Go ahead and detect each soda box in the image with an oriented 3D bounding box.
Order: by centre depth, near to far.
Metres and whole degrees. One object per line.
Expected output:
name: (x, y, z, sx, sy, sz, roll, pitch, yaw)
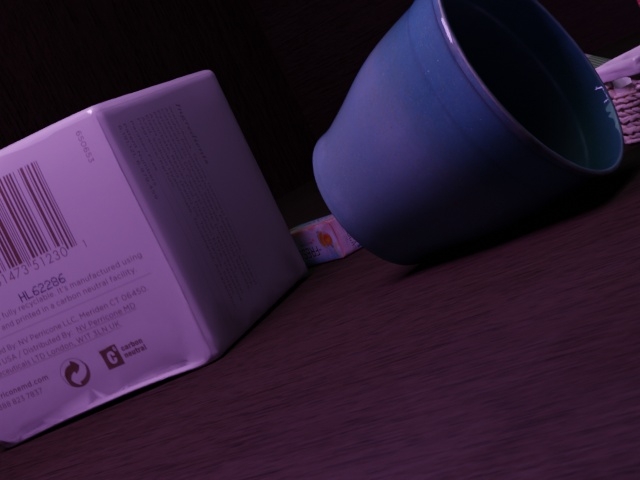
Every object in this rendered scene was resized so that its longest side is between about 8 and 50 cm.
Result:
soda box: (0.000, 0.000, 1.857, 0.063, 0.058, 0.183, -29, 7, -30)

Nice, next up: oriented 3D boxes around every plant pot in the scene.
plant pot: (0.135, -0.114, 1.341, 0.255, 0.271, 0.272, -39, -3, 34)

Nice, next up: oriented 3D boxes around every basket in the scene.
basket: (0.424, -0.194, 1.488, 0.167, 0.103, 0.113, -28, 6, -17)

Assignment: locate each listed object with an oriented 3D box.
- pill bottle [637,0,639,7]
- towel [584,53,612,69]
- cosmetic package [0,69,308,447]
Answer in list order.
pill bottle: (0.494, -0.282, 1.689, 0.087, 0.160, 0.087, -26, 5, 3)
towel: (0.369, -0.272, 2.171, 0.248, 0.038, 0.325, -30, 32, -30)
cosmetic package: (-0.268, 0.007, 1.626, 0.329, 0.327, 0.394, -24, 7, 20)
